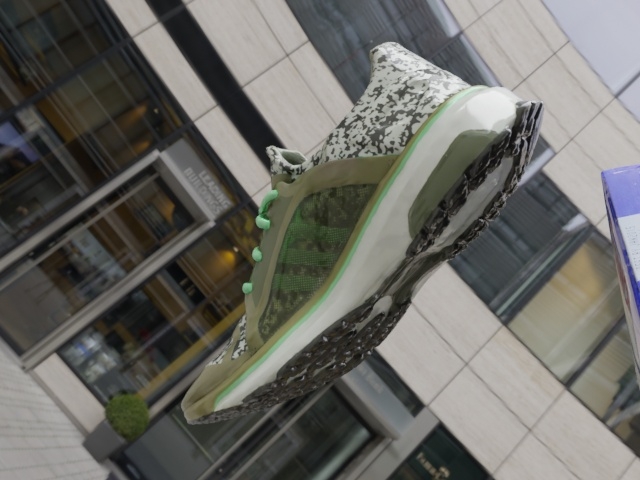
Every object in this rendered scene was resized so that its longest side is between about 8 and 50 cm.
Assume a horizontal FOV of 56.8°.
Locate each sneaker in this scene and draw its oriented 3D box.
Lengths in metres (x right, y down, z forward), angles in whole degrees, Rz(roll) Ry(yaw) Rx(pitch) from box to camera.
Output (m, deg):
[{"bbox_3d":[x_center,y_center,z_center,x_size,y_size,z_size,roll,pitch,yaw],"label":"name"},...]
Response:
[{"bbox_3d":[0.000,0.000,0.537,0.182,0.410,0.158,49,15,26],"label":"sneaker"}]

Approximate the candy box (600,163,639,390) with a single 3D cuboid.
[{"bbox_3d":[0.334,0.121,0.495,0.122,0.268,0.317,-12,-62,26],"label":"candy box"}]
